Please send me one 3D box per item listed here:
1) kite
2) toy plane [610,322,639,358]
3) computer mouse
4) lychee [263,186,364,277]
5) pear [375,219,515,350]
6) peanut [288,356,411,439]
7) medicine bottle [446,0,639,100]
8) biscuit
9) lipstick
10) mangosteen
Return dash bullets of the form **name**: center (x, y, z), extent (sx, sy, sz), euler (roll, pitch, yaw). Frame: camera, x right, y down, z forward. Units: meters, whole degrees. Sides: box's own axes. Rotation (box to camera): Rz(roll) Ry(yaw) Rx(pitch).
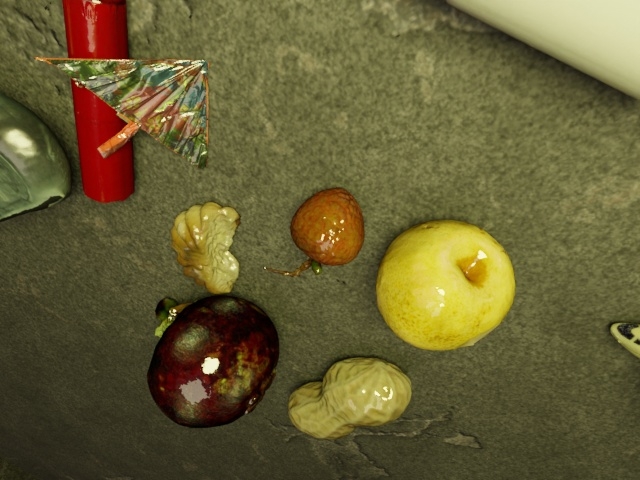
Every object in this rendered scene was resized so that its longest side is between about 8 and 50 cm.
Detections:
- **kite**: center (-0.215, -0.167, 0.524), extent (0.189, 0.009, 0.232), euler (-36, 137, 13)
- **toy plane**: center (0.510, 0.174, 0.525), extent (0.256, 0.242, 0.104), euler (24, 168, 47)
- **computer mouse**: center (-0.499, -0.120, 0.634), extent (0.374, 0.114, 0.203), euler (-1, 131, 28)
- **lychee**: center (0.004, -0.005, 0.572), extent (0.114, 0.101, 0.140), euler (33, 124, 33)
- **pear**: center (0.152, 0.060, 0.543), extent (0.178, 0.178, 0.178), euler (9, 130, 11)
- **peanut**: center (0.041, 0.306, 0.809), extent (0.298, 0.120, 0.136), euler (-39, 85, 39)
- **medicine bottle**: center (0.172, -0.225, 0.318), extent (0.341, 0.130, 0.130), euler (25, 131, -2)
- **biscuit**: center (-0.192, 0.019, 0.684), extent (0.118, 0.061, 0.183), euler (14, 132, 9)
- **lipstick**: center (-0.281, -0.176, 0.544), extent (0.073, 0.073, 0.279), euler (21, 130, 1)
- **mangosteen**: center (-0.210, 0.189, 0.738), extent (0.289, 0.231, 0.231), euler (27, 135, 24)
